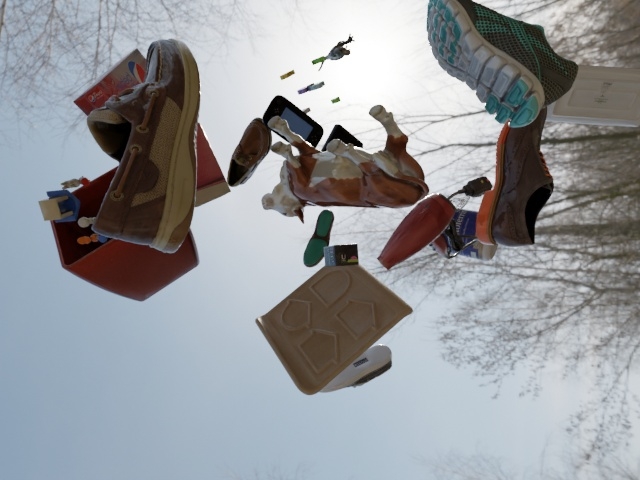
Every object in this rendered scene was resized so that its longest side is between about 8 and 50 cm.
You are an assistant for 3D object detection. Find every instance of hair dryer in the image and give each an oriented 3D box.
[{"bbox_3d":[0.254,-0.005,0.929,0.293,0.080,0.223,-17,-51,-20],"label":"hair dryer"}]

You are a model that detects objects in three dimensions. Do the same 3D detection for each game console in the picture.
[{"bbox_3d":[-0.030,-0.304,1.352,0.361,0.044,0.213,30,-96,-32],"label":"game console"}]

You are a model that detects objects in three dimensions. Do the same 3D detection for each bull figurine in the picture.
[{"bbox_3d":[0.014,-0.109,0.687,0.188,0.310,0.101,48,-130,-47],"label":"bull figurine"}]

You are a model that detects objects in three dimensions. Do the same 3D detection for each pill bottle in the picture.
[{"bbox_3d":[0.439,-0.032,1.403,0.153,0.265,0.153,-27,-57,-51],"label":"pill bottle"}]

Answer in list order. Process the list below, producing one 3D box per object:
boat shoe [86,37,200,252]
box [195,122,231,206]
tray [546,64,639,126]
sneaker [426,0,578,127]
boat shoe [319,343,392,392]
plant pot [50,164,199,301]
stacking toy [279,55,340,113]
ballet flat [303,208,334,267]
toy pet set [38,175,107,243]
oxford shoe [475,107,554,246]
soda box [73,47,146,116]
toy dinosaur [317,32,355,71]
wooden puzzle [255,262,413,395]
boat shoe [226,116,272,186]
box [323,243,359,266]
[{"bbox_3d":[-0.235,-0.148,0.557,0.123,0.123,0.342,10,-120,-31],"label":"boat shoe"},{"bbox_3d":[-0.397,-0.234,1.351,0.127,0.148,0.232,-27,-74,-18],"label":"box"},{"bbox_3d":[0.701,-0.358,1.071,0.030,0.270,0.145,-82,-4,-54],"label":"tray"},{"bbox_3d":[0.161,-0.177,0.391,0.076,0.065,0.166,-26,-111,-10],"label":"sneaker"},{"bbox_3d":[0.118,0.472,1.509,0.301,0.108,0.102,-22,-56,-15],"label":"boat shoe"},{"bbox_3d":[-0.455,-0.010,1.056,0.267,0.267,0.236,-34,-42,-12],"label":"plant pot"},{"bbox_3d":[-0.038,-0.561,1.571,0.052,0.221,0.167,-44,-61,-36],"label":"stacking toy"},{"bbox_3d":[0.000,0.000,1.485,0.079,0.077,0.221,73,-147,-69],"label":"ballet flat"},{"bbox_3d":[-0.457,-0.059,0.809,0.065,0.114,0.122,-78,-18,-72],"label":"toy pet set"},{"bbox_3d":[0.353,-0.117,0.723,0.097,0.098,0.271,17,-92,-42],"label":"oxford shoe"},{"bbox_3d":[-0.502,-0.385,1.074,0.092,0.083,0.263,52,-156,-34],"label":"soda box"},{"bbox_3d":[0.068,-0.700,1.589,0.118,0.268,0.064,-38,-73,-8],"label":"toy dinosaur"},{"bbox_3d":[0.030,0.217,1.167,0.348,0.322,0.080,-35,-50,-11],"label":"wooden puzzle"},{"bbox_3d":[-0.266,-0.307,1.568,0.111,0.307,0.104,33,-133,2],"label":"boat shoe"},{"bbox_3d":[0.050,0.037,1.047,0.062,0.083,0.052,-3,-94,-19],"label":"box"}]
